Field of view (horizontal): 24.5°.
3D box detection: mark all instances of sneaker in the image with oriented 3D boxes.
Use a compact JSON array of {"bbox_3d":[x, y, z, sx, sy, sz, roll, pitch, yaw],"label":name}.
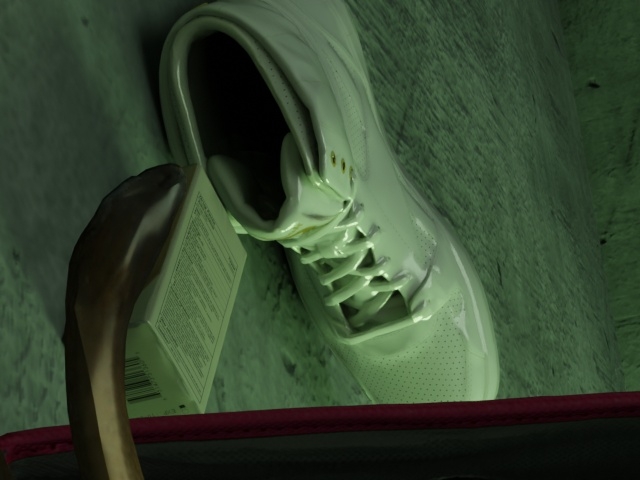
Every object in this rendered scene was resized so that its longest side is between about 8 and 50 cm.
[{"bbox_3d":[0.000,0.000,0.804,0.292,0.108,0.169,64,22,-7],"label":"sneaker"}]

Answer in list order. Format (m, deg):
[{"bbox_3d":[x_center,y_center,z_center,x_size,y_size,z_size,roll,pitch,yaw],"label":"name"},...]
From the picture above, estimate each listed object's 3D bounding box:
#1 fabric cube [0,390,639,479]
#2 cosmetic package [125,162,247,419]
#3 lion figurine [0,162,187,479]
[{"bbox_3d":[0.043,0.214,0.410,0.258,0.254,0.259,90,-2,-59],"label":"fabric cube"},{"bbox_3d":[-0.071,0.024,0.660,0.115,0.041,0.060,-77,148,-53],"label":"cosmetic package"},{"bbox_3d":[-0.099,0.144,0.194,0.392,0.142,0.240,-31,84,-41],"label":"lion figurine"}]
